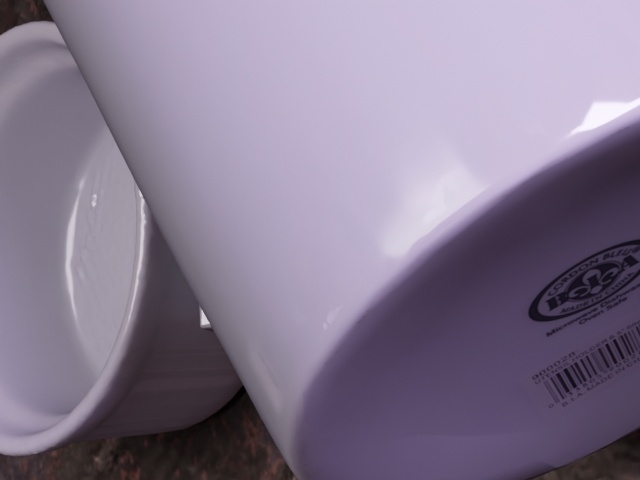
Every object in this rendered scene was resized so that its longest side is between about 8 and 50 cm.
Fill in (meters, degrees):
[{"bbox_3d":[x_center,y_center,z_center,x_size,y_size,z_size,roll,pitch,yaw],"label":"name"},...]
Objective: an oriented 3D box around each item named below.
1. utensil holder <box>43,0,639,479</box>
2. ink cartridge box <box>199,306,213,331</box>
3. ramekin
[{"bbox_3d":[0.043,-0.117,0.820,0.327,0.327,0.385,-50,54,33],"label":"utensil holder"},{"bbox_3d":[0.000,0.000,1.010,0.135,0.056,0.099,-7,80,20],"label":"ink cartridge box"},{"bbox_3d":[-0.145,0.003,1.156,0.277,0.135,0.277,-8,80,48],"label":"ramekin"}]
